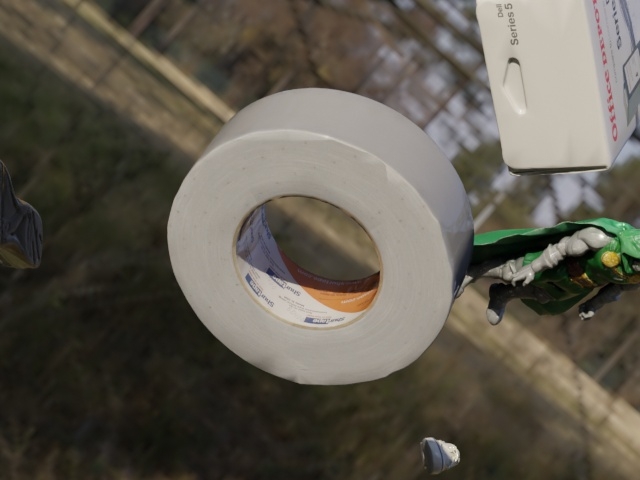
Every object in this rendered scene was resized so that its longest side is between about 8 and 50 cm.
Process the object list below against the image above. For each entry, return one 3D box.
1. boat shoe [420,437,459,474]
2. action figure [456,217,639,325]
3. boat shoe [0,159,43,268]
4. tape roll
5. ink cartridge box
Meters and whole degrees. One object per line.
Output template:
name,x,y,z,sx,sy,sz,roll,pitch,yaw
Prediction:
boat shoe,0.118,0.208,1.715,0.100,0.035,0.035,97,-14,-82
action figure,0.196,0.023,1.410,0.137,0.063,0.232,29,-24,-25
boat shoe,-0.226,-0.019,1.164,0.048,0.056,0.153,-1,-16,9
tape roll,0.000,0.000,1.313,0.219,0.219,0.072,42,34,-7
ink cartridge box,0.269,-0.212,1.830,0.273,0.114,0.198,-50,132,-53
